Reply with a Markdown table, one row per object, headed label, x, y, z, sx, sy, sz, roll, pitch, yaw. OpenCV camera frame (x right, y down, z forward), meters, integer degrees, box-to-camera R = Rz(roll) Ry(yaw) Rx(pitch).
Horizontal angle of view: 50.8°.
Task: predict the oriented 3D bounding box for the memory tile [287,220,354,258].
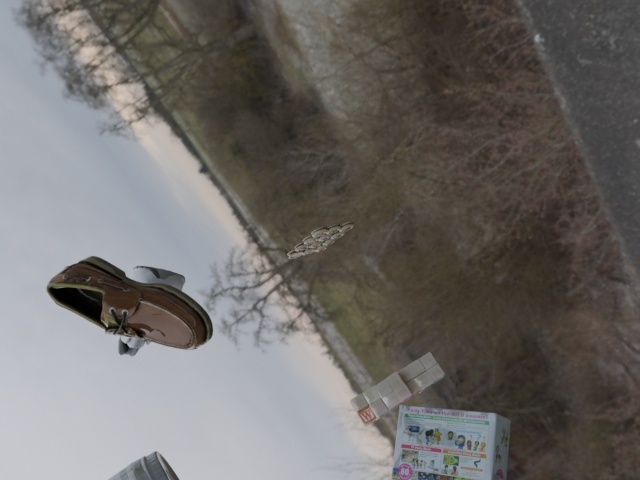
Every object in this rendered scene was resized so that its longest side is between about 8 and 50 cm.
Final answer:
| label | x | y | z | sx | sy | sz | roll | pitch | yaw |
| --- | --- | --- | --- | --- | --- | --- | --- | --- | --- |
| memory tile | 0.000 | 0.000 | 1.488 | 0.148 | 0.113 | 0.012 | -40 | 68 | 49 |

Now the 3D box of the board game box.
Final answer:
| label | x | y | z | sx | sy | sz | roll | pitch | yaw |
| --- | --- | --- | --- | --- | --- | --- | --- | --- | --- |
| board game box | 0.259 | 0.503 | 1.380 | 0.224 | 0.303 | 0.097 | -4 | 157 | 35 |

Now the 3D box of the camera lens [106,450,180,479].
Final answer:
| label | x | y | z | sx | sy | sz | roll | pitch | yaw |
| --- | --- | --- | --- | --- | --- | --- | --- | --- | --- |
| camera lens | -0.510 | 0.734 | 1.822 | 0.219 | 0.274 | 0.219 | 52 | 166 | 19 |

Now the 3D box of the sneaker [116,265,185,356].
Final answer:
| label | x | y | z | sx | sy | sz | roll | pitch | yaw |
| --- | --- | --- | --- | --- | --- | --- | --- | --- | --- |
| sneaker | -0.351 | 0.147 | 1.375 | 0.297 | 0.111 | 0.129 | 129 | 150 | -53 |

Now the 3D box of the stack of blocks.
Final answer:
| label | x | y | z | sx | sy | sz | roll | pitch | yaw |
| --- | --- | --- | --- | --- | --- | --- | --- | --- | --- |
| stack of blocks | 0.241 | 0.468 | 2.119 | 0.087 | 0.297 | 0.171 | 58 | 174 | 17 |

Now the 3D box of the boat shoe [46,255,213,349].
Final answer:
| label | x | y | z | sx | sy | sz | roll | pitch | yaw |
| --- | --- | --- | --- | --- | --- | --- | --- | --- | --- |
| boat shoe | -0.331 | 0.124 | 1.151 | 0.307 | 0.111 | 0.104 | 17 | -154 | 24 |
